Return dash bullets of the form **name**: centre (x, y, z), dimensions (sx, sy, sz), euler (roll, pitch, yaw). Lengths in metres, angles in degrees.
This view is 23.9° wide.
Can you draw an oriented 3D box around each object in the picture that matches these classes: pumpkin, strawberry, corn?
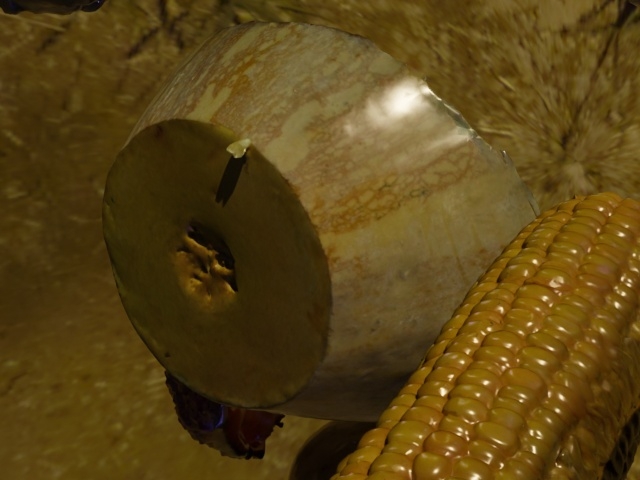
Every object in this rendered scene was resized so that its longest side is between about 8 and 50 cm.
- **pumpkin**: centre (-0.012, 0.013, 0.657), dimensions (0.110, 0.217, 0.217), euler (-36, 86, -30)
- **strawberry**: centre (-0.064, 0.091, 1.139), dimensions (0.085, 0.192, 0.140), euler (28, 93, 17)
- **corn**: centre (0.051, 0.054, 0.415), dimensions (0.068, 0.207, 0.068), euler (18, 133, 21)

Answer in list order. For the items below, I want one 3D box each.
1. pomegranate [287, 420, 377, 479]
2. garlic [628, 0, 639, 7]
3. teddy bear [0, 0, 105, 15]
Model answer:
- **pomegranate**: centre (0.045, 0.231, 1.266), dimensions (0.196, 0.196, 0.196), euler (1, 93, 10)
- **garlic**: centre (0.293, -0.125, 1.024), dimensions (0.218, 0.218, 0.212), euler (-41, 56, 9)
- **teddy bear**: centre (-0.100, -0.206, 0.796), dimensions (0.144, 0.251, 0.171), euler (-23, 103, 51)
